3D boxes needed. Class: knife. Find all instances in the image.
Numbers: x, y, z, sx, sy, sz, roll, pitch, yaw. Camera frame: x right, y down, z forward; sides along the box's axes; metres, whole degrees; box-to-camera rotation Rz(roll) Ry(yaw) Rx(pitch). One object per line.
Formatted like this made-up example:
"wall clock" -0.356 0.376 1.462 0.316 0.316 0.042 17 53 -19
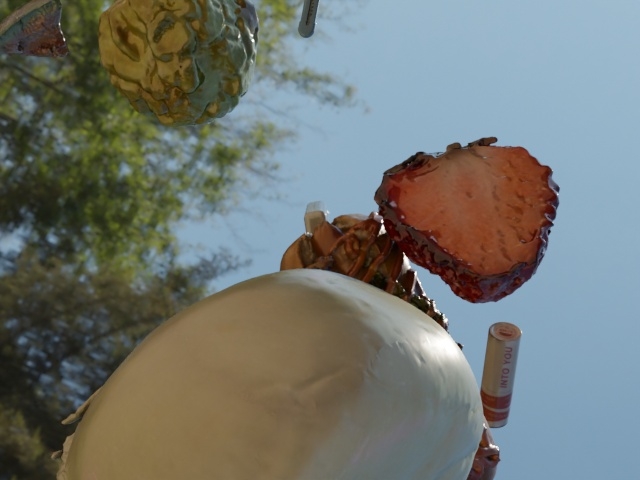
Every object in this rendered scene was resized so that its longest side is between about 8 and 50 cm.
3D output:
"knife" -0.009 -0.267 1.185 0.010 0.027 0.096 94 6 -78

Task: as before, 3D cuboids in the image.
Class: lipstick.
"lipstick" 0.207 0.157 1.250 0.038 0.038 0.130 -114 -159 -54

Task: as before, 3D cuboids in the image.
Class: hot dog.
"hot dog" 0.079 0.135 1.144 0.158 0.348 0.117 -25 -175 -24

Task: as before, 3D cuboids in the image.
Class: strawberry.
"strawberry" 0.156 0.000 1.107 0.190 0.111 0.236 -8 -143 -1

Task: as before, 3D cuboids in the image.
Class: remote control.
"remote control" 0.000 0.000 1.288 0.190 0.029 0.087 -86 167 -83

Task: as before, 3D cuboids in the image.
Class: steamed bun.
"steamed bun" -0.041 0.162 0.840 0.233 0.334 0.311 35 -87 29

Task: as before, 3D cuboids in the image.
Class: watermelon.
"watermelon" -0.402 -0.263 1.420 0.155 0.080 0.101 15 -132 46

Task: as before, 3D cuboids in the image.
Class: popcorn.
"popcorn" -0.174 -0.262 1.368 0.181 0.235 0.217 -8 -165 33
